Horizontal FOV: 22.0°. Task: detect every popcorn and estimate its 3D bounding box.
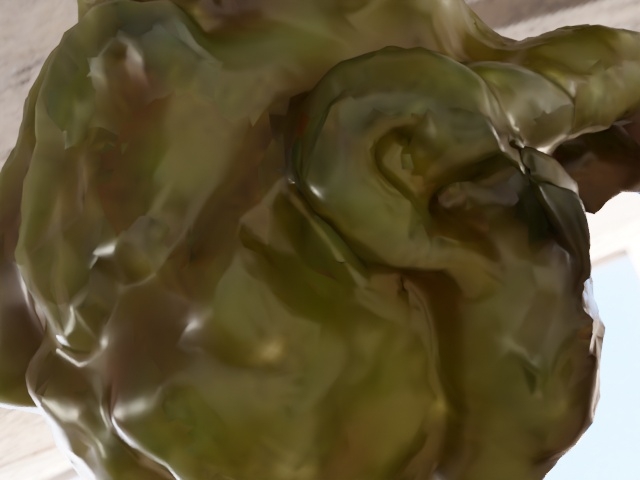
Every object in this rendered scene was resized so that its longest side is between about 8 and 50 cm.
[{"bbox_3d":[-0.010,0.006,0.716,0.290,0.325,0.321,31,-74,-15],"label":"popcorn"}]
